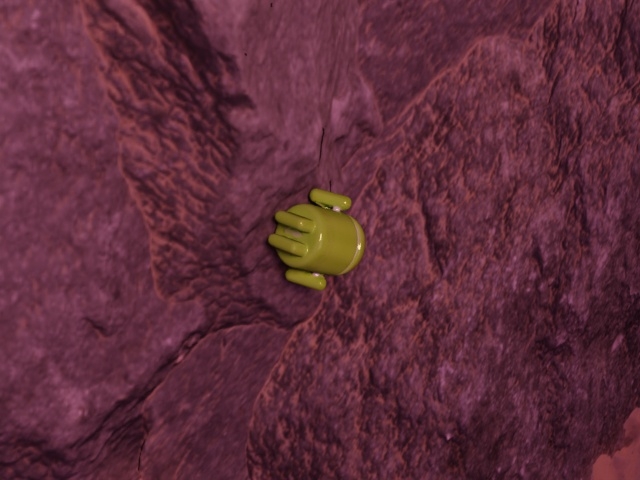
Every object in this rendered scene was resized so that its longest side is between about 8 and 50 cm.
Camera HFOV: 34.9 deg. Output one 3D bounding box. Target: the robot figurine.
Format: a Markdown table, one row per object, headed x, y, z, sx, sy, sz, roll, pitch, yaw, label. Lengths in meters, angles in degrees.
| x | y | z | sx | sy | sz | roll | pitch | yaw | label |
| --- | --- | --- | --- | --- | --- | --- | --- | --- | --- |
| 0.000 | 0.000 | 1.039 | 0.115 | 0.067 | 0.101 | 12 | 94 | -48 | robot figurine |
